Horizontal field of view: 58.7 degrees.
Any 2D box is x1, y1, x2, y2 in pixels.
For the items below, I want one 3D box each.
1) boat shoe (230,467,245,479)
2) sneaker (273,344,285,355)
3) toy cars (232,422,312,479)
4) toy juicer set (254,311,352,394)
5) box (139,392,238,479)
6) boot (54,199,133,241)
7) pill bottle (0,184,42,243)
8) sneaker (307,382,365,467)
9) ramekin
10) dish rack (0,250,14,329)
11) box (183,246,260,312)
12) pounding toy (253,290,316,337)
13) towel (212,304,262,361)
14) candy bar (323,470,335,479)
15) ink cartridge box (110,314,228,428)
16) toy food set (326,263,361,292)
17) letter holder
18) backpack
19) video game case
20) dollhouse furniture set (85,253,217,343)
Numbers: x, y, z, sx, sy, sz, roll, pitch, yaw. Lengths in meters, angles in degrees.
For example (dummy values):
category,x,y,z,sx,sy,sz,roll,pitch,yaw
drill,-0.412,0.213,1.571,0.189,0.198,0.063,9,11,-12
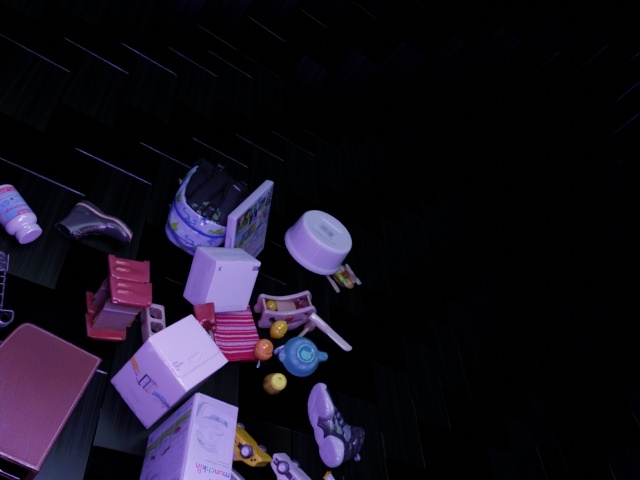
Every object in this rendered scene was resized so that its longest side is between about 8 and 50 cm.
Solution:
category,x,y,z,sx,sy,sz,roll,pitch,yaw
boat shoe,-0.264,0.638,1.532,0.206,0.075,0.065,44,75,-12
sneaker,-0.086,0.406,1.971,0.167,0.065,0.076,16,50,-33
toy cars,-0.154,0.638,1.606,0.394,0.087,0.176,39,-4,-14
toy juicer set,-0.080,0.355,1.915,0.329,0.089,0.209,-25,80,-30
box,-0.327,0.537,1.365,0.127,0.262,0.231,29,35,-26
boot,-0.697,-0.025,1.754,0.198,0.076,0.137,29,39,-2
pill bottle,-0.857,-0.072,1.596,0.160,0.087,0.087,50,33,6
sneaker,0.054,0.605,1.878,0.153,0.101,0.268,14,50,-41
ramekin,0.000,0.000,2.416,0.277,0.135,0.277,26,33,-19
dish rack,-0.873,0.098,1.405,0.208,0.074,0.271,17,42,-38
box,-0.315,0.124,1.825,0.181,0.181,0.119,4,20,-47
pounding toy,-0.096,0.275,2.013,0.270,0.154,0.154,13,45,-40
towel,-0.294,0.281,1.899,0.199,0.031,0.274,12,46,-43
candy bar,0.062,0.785,1.759,0.161,0.018,0.040,53,33,10
ink cartridge box,-0.402,0.346,1.516,0.168,0.233,0.171,50,32,6
toy food set,0.106,0.152,2.483,0.192,0.038,0.132,-14,65,-54
letter holder,-0.673,0.365,1.270,0.214,0.152,0.301,33,34,-16
backpack,-0.401,-0.105,2.031,0.290,0.273,0.355,38,11,-16
video game case,-0.263,-0.025,2.043,0.036,0.299,0.329,19,32,10
dollhouse furniture set,-0.464,0.190,1.647,0.374,0.201,0.152,16,43,-37
